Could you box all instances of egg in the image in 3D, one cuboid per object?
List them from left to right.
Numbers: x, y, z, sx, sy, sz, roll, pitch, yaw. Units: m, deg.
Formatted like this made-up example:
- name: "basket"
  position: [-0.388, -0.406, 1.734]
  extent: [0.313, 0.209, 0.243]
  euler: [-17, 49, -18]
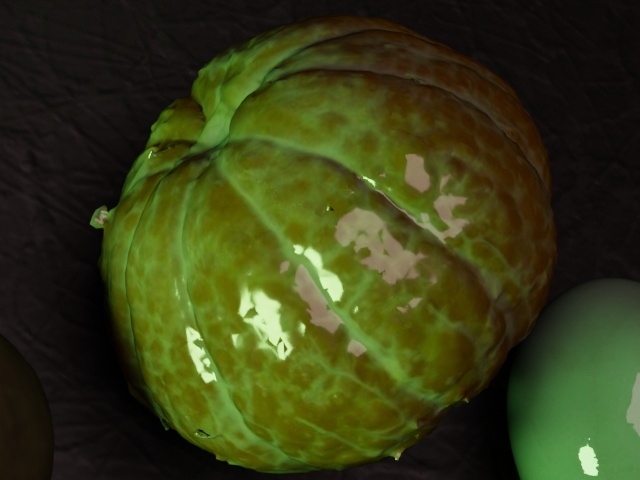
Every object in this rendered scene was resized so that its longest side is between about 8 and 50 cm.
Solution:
- name: "egg"
  position: [0.227, 0.143, 1.292]
  extent: [0.168, 0.168, 0.230]
  euler: [-4, 82, -23]

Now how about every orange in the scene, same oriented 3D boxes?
- name: "orange"
  position: [0.000, 0.000, 1.154]
  extent: [0.249, 0.329, 0.329]
  euler: [41, 63, -25]

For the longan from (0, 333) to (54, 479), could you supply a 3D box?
- name: "longan"
  position: [-0.289, 0.149, 1.050]
  extent: [0.246, 0.215, 0.246]
  euler: [19, 66, -47]
